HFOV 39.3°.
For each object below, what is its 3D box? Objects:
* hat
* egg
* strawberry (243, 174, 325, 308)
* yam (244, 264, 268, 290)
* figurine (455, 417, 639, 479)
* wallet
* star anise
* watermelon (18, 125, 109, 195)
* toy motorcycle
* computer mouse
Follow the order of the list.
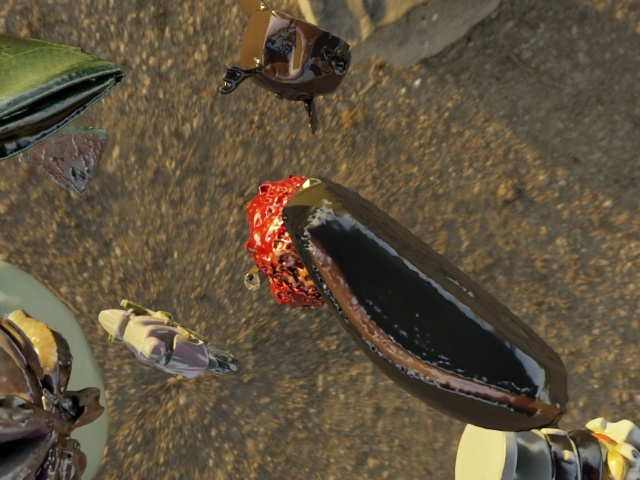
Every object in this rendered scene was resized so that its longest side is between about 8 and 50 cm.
[{"bbox_3d":[-0.095,-0.351,1.764,0.336,0.238,0.209,40,99,40],"label":"hat"},{"bbox_3d":[-0.370,0.173,1.034,0.230,0.230,0.371,-30,130,-12],"label":"egg"},{"bbox_3d":[0.000,0.000,1.235,0.184,0.201,0.187,21,72,-41],"label":"strawberry"},{"bbox_3d":[-0.090,0.033,1.851,0.045,0.327,0.045,-35,95,22],"label":"yam"},{"bbox_3d":[0.290,0.271,1.064,0.236,0.133,0.176,16,54,-13],"label":"figurine"},{"bbox_3d":[-0.298,-0.132,0.734,0.236,0.055,0.160,19,39,28],"label":"wallet"},{"bbox_3d":[-0.232,0.147,0.666,0.093,0.229,0.236,-15,63,11],"label":"star anise"},{"bbox_3d":[-0.502,-0.152,1.767,0.187,0.071,0.139,-15,94,-30],"label":"watermelon"},{"bbox_3d":[-0.233,0.152,1.332,0.225,0.152,0.073,21,93,23],"label":"toy motorcycle"},{"bbox_3d":[0.086,0.070,0.842,0.323,0.183,0.116,39,98,11],"label":"computer mouse"}]
